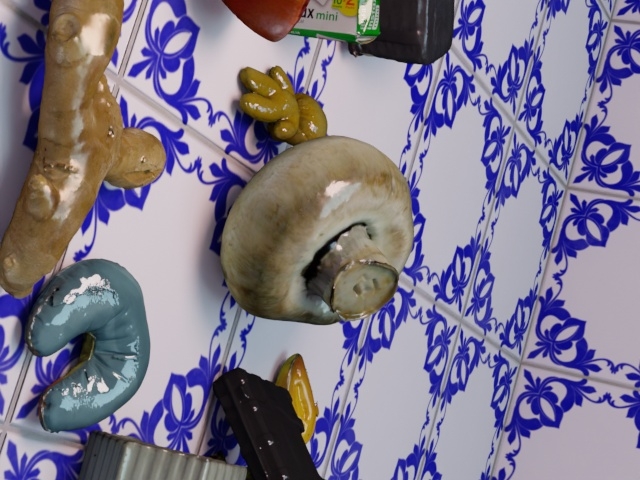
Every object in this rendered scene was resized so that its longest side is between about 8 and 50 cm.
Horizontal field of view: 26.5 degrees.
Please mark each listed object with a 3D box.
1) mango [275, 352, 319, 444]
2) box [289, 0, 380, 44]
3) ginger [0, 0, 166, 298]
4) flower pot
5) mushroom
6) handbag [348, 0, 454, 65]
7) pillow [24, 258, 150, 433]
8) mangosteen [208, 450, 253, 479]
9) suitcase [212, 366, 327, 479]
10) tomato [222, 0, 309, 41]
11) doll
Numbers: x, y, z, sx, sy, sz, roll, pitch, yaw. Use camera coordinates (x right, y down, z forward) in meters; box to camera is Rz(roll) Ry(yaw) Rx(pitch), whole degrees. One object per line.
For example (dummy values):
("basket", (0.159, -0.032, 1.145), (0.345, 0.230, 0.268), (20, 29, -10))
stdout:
("mango", (-0.052, 0.297, 2.458), (0.101, 0.066, 0.187), (-15, 108, -51))
("box", (0.017, -0.447, 2.188), (0.103, 0.180, 0.250), (-15, 112, -64))
("ginger", (-0.314, -0.135, 1.734), (0.363, 0.122, 0.348), (91, 18, -46))
("flower pot", (-0.242, 0.392, 1.978), (0.209, 0.239, 0.189), (111, -5, -81))
("mushroom", (0.000, 0.000, 2.192), (0.352, 0.260, 0.352), (-23, 141, -20))
("handbag", (0.139, -0.444, 2.413), (0.181, 0.181, 0.254), (-39, 135, -52))
("pillow", (-0.319, 0.140, 1.879), (0.214, 0.086, 0.233), (-33, 127, -47))
("mangosteen", (-0.133, 0.465, 2.269), (0.172, 0.172, 0.184), (-54, 142, -39))
("suitcase", (-0.068, 0.358, 2.269), (0.206, 0.066, 0.285), (37, 23, -60))
("tomato", (-0.093, -0.454, 1.969), (0.170, 0.309, 0.309), (16, 84, -20))
("doll", (-0.071, -0.212, 2.233), (0.209, 0.097, 0.137), (28, 43, -45))
